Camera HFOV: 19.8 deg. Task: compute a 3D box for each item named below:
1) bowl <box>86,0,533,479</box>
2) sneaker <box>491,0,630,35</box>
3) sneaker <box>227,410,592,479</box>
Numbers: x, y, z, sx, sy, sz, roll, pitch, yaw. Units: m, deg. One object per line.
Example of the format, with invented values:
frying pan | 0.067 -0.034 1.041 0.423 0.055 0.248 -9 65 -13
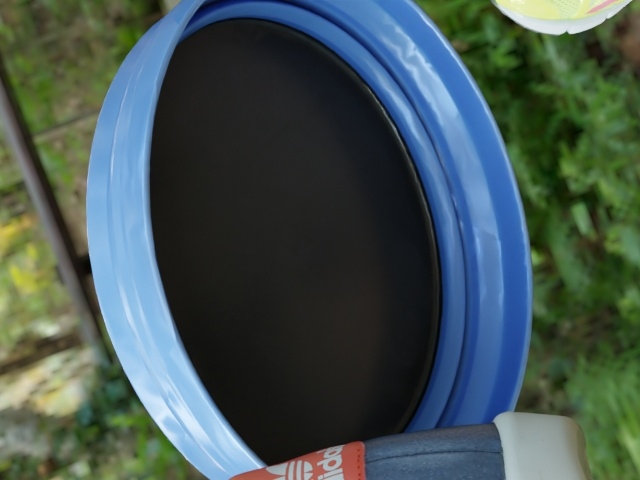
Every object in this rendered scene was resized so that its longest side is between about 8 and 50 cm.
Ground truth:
bowl | 0.000 0.000 1.252 0.077 0.391 0.391 -13 100 41
sneaker | 0.194 -0.185 1.099 0.094 0.209 0.081 128 126 -70
sneaker | 0.024 0.219 0.676 0.131 0.148 0.350 -94 1 -66
